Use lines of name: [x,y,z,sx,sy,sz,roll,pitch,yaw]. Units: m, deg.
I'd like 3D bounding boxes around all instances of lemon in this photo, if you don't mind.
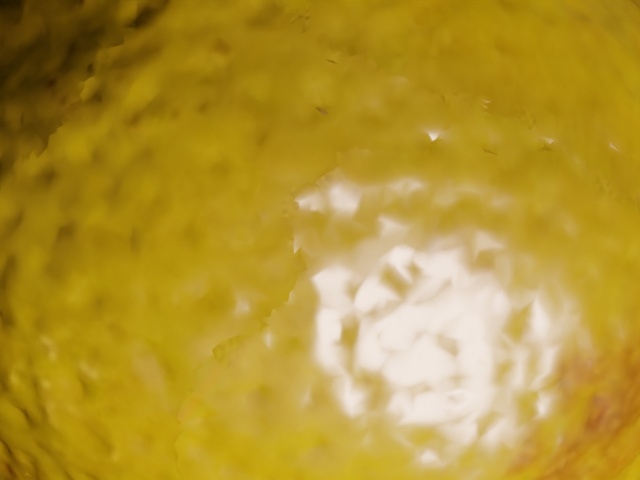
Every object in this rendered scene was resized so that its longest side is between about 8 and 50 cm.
lemon: [0.001,-0.001,0.540,0.267,0.267,0.267,3,134,3]
